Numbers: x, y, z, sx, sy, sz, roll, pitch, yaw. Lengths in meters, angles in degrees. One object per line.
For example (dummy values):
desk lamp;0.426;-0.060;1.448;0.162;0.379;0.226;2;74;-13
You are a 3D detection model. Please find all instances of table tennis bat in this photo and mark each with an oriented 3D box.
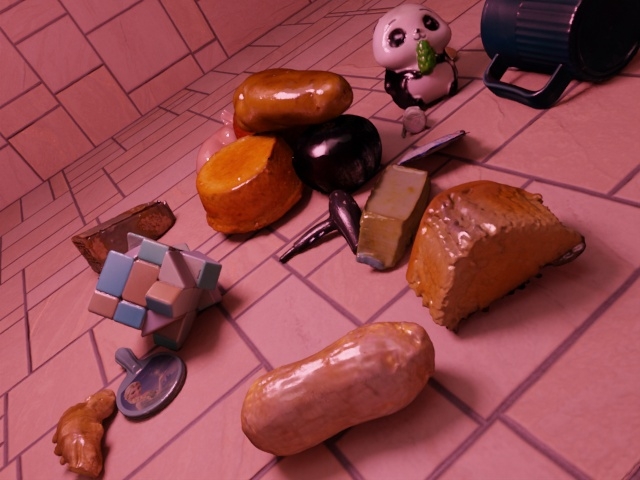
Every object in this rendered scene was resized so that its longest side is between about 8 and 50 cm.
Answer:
table tennis bat;-0.366;0.277;1.086;0.149;0.038;0.237;-45;38;-21

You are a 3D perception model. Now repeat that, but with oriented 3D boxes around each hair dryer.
hair dryer;0.000;0.000;1.161;0.219;0.075;0.195;-34;40;14

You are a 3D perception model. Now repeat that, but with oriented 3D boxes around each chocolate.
chocolate;0.024;0.215;0.769;0.309;0.134;0.134;-29;32;10

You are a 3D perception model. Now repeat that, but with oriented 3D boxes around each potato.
potato;-0.073;-0.352;1.308;0.369;0.196;0.176;7;82;41

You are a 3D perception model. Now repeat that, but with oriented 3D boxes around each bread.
bread;-0.187;-0.154;1.402;0.312;0.172;0.312;-19;36;14
bread;0.246;-0.002;0.849;0.262;0.162;0.204;-36;29;8

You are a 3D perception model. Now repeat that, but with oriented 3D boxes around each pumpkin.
pumpkin;0.040;-0.218;1.315;0.233;0.163;0.233;-18;34;12

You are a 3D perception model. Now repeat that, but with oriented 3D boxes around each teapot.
teapot;0.239;-0.313;1.388;0.083;0.064;0.064;-52;14;27

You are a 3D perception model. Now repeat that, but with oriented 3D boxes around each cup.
cup;0.533;-0.488;1.214;0.308;0.242;0.292;-32;34;-7

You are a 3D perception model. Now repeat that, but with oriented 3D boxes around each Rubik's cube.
Rubik's cube;-0.332;0.110;1.131;0.213;0.265;0.224;17;85;6

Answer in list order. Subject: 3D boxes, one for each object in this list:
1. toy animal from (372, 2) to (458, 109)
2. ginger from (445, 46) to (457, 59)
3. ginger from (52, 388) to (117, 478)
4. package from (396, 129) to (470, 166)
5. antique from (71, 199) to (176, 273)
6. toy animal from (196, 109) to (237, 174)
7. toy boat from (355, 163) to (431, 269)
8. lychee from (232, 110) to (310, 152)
toy animal;0.259;-0.502;1.439;0.213;0.266;0.212;-17;37;13
ginger;0.336;-0.606;1.661;0.193;0.122;0.115;2;24;33
ginger;-0.456;0.363;0.995;0.115;0.081;0.205;0;22;-10
package;0.251;-0.211;1.208;0.171;0.027;0.173;-23;9;12
antique;-0.576;-0.026;1.591;0.125;0.150;0.284;7;40;46
toy animal;-0.307;-0.276;1.696;0.154;0.166;0.250;19;54;15
toy boat;0.151;-0.066;1.072;0.111;0.084;0.276;14;48;22
lychee;-0.138;-0.357;1.588;0.255;0.255;0.300;-39;43;-13
